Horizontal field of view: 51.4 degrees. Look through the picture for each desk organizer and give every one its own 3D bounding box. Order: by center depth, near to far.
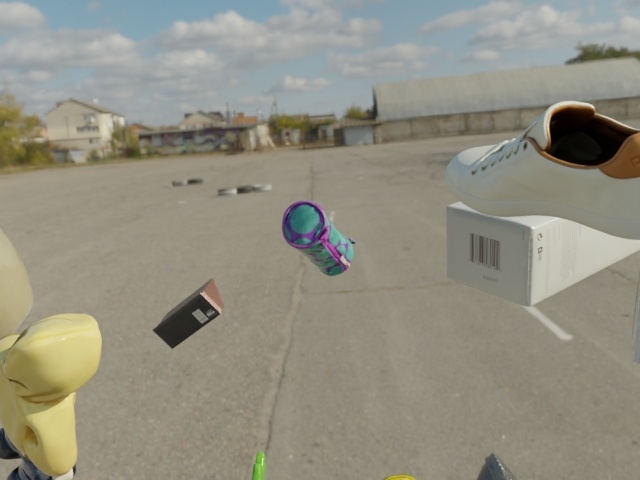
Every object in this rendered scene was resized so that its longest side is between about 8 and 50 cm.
[{"bbox_3d":[-0.208,0.118,1.078,0.130,0.047,0.050,-36,14,30],"label":"desk organizer"}]

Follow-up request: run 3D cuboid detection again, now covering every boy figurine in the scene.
[{"bbox_3d":[-0.305,0.168,0.721,0.092,0.285,0.177,-13,54,-39],"label":"boy figurine"}]

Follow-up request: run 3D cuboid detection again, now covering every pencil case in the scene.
[{"bbox_3d":[0.000,0.000,0.902,0.070,0.064,0.152,35,-4,25],"label":"pencil case"}]

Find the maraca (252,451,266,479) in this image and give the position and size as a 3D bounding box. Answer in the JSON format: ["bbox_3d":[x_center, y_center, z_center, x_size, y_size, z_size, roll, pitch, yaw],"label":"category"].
[{"bbox_3d":[-0.077,0.354,0.802,0.099,0.185,0.127,2,1,-3],"label":"maraca"}]

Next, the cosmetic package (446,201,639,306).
[{"bbox_3d":[0.431,-0.024,1.256,0.366,0.155,0.197,-17,23,-32],"label":"cosmetic package"}]

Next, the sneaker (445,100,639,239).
[{"bbox_3d":[0.227,-0.091,0.677,0.106,0.123,0.290,-40,27,-19],"label":"sneaker"}]

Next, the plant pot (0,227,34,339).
[{"bbox_3d":[-0.654,0.104,1.233,0.284,0.191,0.284,-33,30,22],"label":"plant pot"}]

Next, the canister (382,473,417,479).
[{"bbox_3d":[0.136,0.474,1.115,0.073,0.126,0.170,-10,-8,8],"label":"canister"}]

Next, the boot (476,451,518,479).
[{"bbox_3d":[0.302,0.722,1.609,0.445,0.146,0.367,-42,-15,4],"label":"boot"}]

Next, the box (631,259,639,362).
[{"bbox_3d":[0.562,0.117,1.145,0.038,0.145,0.186,6,9,25],"label":"box"}]
